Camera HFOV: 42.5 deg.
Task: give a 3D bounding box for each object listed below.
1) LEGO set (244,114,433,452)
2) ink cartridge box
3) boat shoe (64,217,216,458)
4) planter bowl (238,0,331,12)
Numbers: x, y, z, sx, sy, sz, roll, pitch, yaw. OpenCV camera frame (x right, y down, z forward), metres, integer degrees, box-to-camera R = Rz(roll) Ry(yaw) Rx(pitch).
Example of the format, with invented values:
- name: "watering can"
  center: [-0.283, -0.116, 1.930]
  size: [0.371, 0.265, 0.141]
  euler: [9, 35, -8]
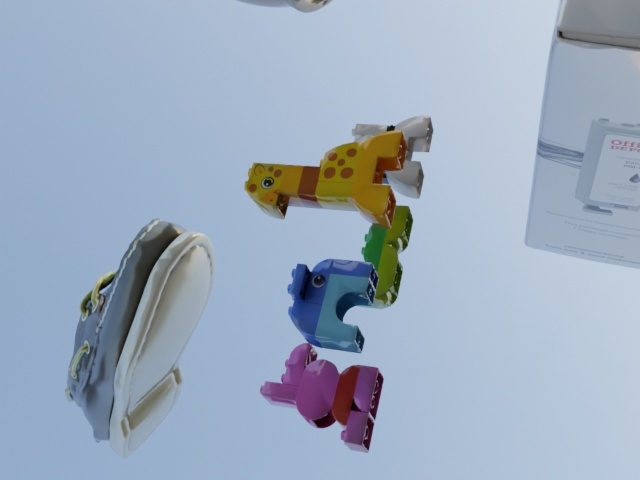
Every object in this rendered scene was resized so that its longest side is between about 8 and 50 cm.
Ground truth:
- name: "LEGO set"
  center: [0.000, 0.000, 0.507]
  size: [0.087, 0.093, 0.227]
  euler: [63, -142, -58]
- name: "ink cartridge box"
  center: [0.224, -0.131, 0.577]
  size: [0.283, 0.117, 0.207]
  euler: [68, -144, -63]
- name: "boat shoe"
  center: [-0.165, 0.082, 0.706]
  size: [0.091, 0.305, 0.109]
  euler: [37, -131, 11]
- name: "planter bowl"
  center: [-0.025, -0.247, 0.638]
  size: [0.109, 0.162, 0.162]
  euler: [41, -111, 15]
